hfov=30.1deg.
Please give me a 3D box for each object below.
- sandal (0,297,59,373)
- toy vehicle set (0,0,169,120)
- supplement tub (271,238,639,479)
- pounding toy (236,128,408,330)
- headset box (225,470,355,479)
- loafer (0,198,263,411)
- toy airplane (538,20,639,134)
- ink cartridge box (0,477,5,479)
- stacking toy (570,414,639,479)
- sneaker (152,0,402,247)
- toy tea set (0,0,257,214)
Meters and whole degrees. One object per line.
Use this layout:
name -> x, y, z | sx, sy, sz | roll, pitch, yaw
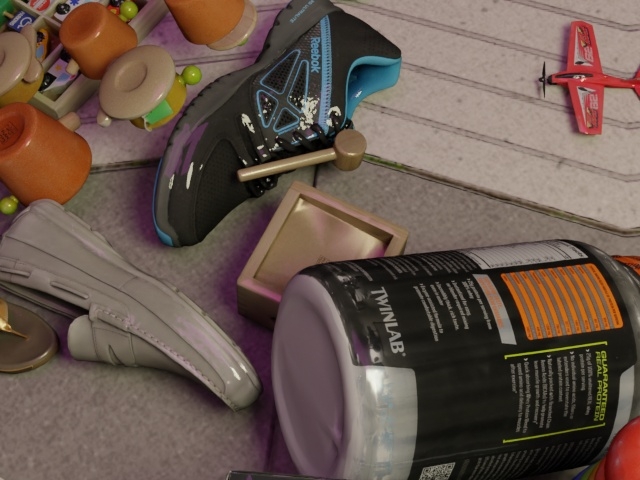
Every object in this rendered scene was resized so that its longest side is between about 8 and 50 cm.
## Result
sandal -> -0.345, 0.072, 1.204 | 0.180, 0.049, 0.072 | 35, 69, 19
toy vehicle set -> -0.281, -0.274, 1.388 | 0.166, 0.035, 0.267 | 31, 68, 17
supplement tub -> 0.143, 0.108, 1.041 | 0.338, 0.207, 0.207 | -5, 61, -22
pounding toy -> -0.006, -0.008, 1.199 | 0.181, 0.094, 0.206 | 24, 66, 9
headset box -> 0.048, 0.287, 0.943 | 0.246, 0.283, 0.131 | 4, 63, 6
loafer -> -0.196, 0.080, 1.165 | 0.319, 0.112, 0.111 | 32, 73, 24
toy airplane -> 0.316, -0.178, 1.313 | 0.151, 0.028, 0.151 | -1, 64, 2
ink cartridge box -> -0.327, 0.267, 1.092 | 0.198, 0.067, 0.115 | 28, 67, 15
stacking toy -> 0.254, 0.214, 0.942 | 0.141, 0.330, 0.141 | -1, 62, 2
sneaker -> -0.045, -0.120, 1.247 | 0.140, 0.125, 0.341 | 30, 68, 17
toy tea set -> -0.213, -0.155, 1.244 | 0.336, 0.124, 0.200 | -19, 56, 17
